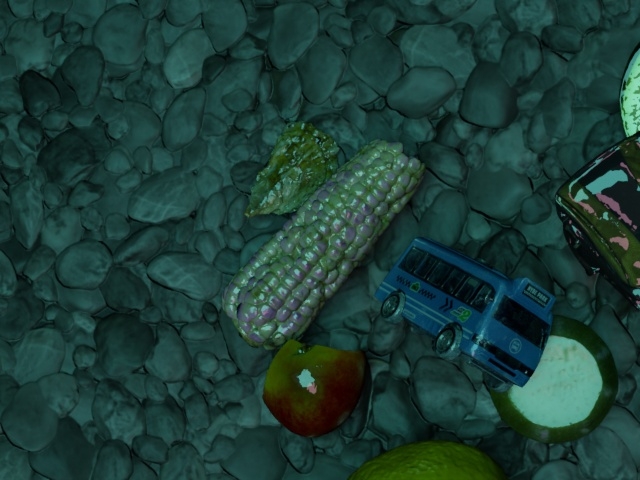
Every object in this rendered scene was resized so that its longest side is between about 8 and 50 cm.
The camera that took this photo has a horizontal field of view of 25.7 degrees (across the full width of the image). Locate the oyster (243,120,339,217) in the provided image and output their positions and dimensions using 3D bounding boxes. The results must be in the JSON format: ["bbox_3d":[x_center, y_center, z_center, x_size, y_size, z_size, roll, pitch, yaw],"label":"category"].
[{"bbox_3d":[-0.042,-0.100,1.930,0.146,0.045,0.121,-16,68,12],"label":"oyster"}]

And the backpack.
[{"bbox_3d":[0.422,-0.010,1.743,0.206,0.133,0.258,-38,92,25],"label":"backpack"}]

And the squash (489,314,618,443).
[{"bbox_3d":[0.295,0.179,1.782,0.170,0.123,0.170,0,88,9],"label":"squash"}]

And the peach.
[{"bbox_3d":[-0.010,0.197,1.852,0.151,0.151,0.118,-11,70,13],"label":"peach"}]

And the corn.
[{"bbox_3d":[0.002,0.001,1.864,0.126,0.126,0.335,41,94,14],"label":"corn"}]

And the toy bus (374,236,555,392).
[{"bbox_3d":[0.181,0.087,1.752,0.113,0.246,0.134,33,88,-30],"label":"toy bus"}]

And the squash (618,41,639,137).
[{"bbox_3d":[0.507,-0.176,1.791,0.252,0.049,0.252,-1,86,17],"label":"squash"}]

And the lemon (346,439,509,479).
[{"bbox_3d":[0.127,0.366,1.747,0.253,0.228,0.228,-20,81,-4],"label":"lemon"}]
